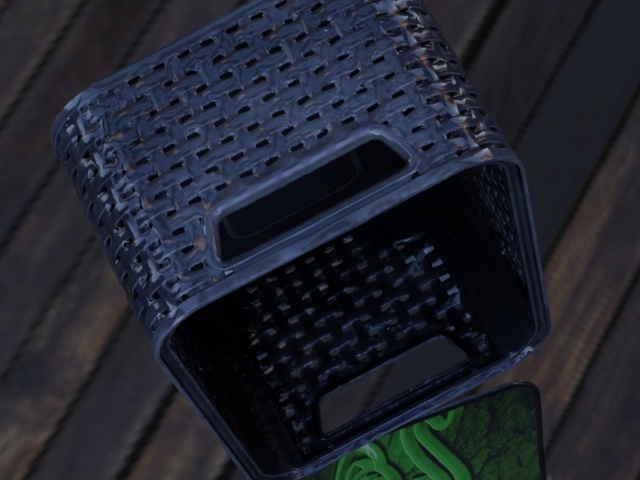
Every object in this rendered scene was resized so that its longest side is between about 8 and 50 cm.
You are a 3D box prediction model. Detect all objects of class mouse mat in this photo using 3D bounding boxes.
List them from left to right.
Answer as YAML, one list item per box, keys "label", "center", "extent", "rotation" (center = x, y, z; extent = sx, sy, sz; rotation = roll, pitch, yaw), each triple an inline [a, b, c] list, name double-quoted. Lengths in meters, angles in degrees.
- label: "mouse mat"
  center: [0.047, 0.153, 0.981]
  extent: [0.152, 0.190, 0.007]
  rotation: [-20, 45, -7]

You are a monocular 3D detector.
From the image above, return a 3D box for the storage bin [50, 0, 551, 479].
- label: "storage bin"
  center: [0.000, 0.000, 0.636]
  extent: [0.122, 0.180, 0.084]
  rotation: [-28, 67, -2]
